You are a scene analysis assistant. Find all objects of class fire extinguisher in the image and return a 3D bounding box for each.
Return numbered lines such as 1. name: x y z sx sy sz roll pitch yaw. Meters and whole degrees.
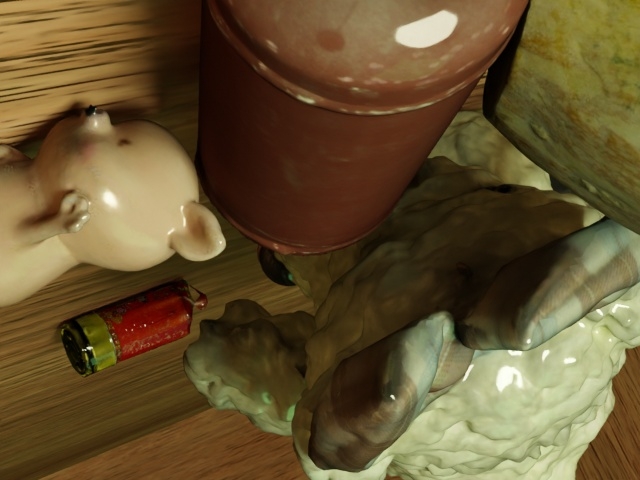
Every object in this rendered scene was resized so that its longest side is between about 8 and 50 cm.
1. fire extinguisher: 0.021 -0.094 0.433 0.147 0.106 0.337 -55 179 -14

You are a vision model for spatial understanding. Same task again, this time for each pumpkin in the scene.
1. pumpkin: 0.111 -0.086 0.425 0.110 0.217 0.217 -1 174 8

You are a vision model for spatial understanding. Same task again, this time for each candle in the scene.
1. candle: -0.155 0.072 1.050 0.130 0.052 0.052 -22 171 -28

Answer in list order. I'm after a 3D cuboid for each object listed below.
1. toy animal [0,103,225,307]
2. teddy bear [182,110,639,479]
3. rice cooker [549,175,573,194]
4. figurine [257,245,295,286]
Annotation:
1. toy animal: -0.118 -0.012 0.552 0.150 0.083 0.089 -11 144 4
2. teddy bear: 0.061 -0.003 0.716 0.327 0.375 0.362 -25 144 6
3. rice cooker: 0.225 0.018 1.227 0.267 0.224 0.267 -26 172 -4
4. figurine: 0.000 0.000 1.051 0.072 0.054 0.129 -37 168 39
